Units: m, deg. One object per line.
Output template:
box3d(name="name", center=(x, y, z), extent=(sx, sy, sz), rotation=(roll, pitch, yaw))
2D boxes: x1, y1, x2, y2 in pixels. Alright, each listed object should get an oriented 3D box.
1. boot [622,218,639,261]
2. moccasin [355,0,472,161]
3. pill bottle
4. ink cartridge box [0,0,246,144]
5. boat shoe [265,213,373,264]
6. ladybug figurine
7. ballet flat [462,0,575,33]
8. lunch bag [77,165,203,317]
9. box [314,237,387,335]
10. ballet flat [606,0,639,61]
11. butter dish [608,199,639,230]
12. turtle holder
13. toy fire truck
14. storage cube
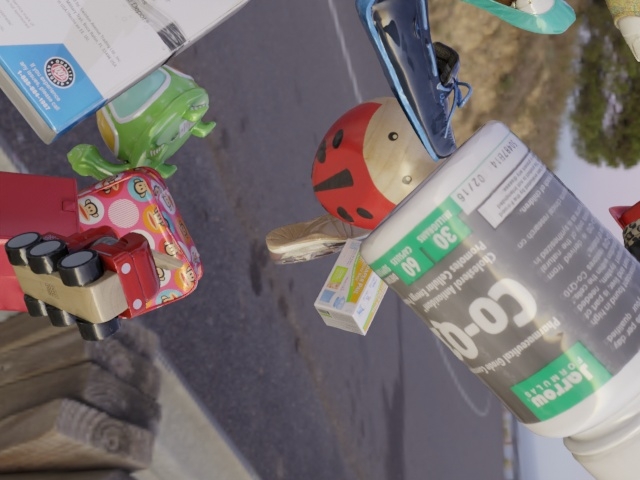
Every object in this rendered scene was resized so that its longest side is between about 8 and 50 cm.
box3d(name="boot", center=(0.477, 0.038, 1.032), extent=(0.085, 0.236, 0.178), rotation=(53, 37, -39))
box3d(name="moccasin", center=(0.166, -0.252, 1.311), extent=(0.342, 0.117, 0.138), rotation=(56, 8, -51))
box3d(name="pill bottle", center=(0.231, 0.069, 0.884), extent=(0.361, 0.204, 0.204), rotation=(45, 16, 1))
box3d(name="ink cartridge box", center=(-0.334, -0.376, 1.289), extent=(0.285, 0.395, 0.166), rotation=(54, -18, -12))
box3d(name="boat shoe", center=(0.000, 0.000, 2.233), extent=(0.092, 0.285, 0.103), rotation=(89, -15, -45))
box3d(name="ladybug figurine", center=(0.108, -0.156, 1.941), extent=(0.449, 0.162, 0.305), rotation=(-22, -91, 63))
box3d(name="ballet flat", center=(0.303, -0.406, 1.390), extent=(0.087, 0.247, 0.083), rotation=(100, 11, -73))
box3d(name="lunch bag", center=(-0.411, 0.013, 1.805), extent=(0.120, 0.258, 0.293), rotation=(-84, 151, -73))
box3d(name="box", center=(0.088, 0.111, 2.100), extent=(0.203, 0.114, 0.103), rotation=(-63, 148, -24))
box3d(name="ballet flat", center=(0.616, -0.344, 1.516), extent=(0.348, 0.123, 0.123), rotation=(30, 43, -25))
box3d(name="butter dish", center=(0.619, -0.030, 1.500), extent=(0.118, 0.160, 0.160), rotation=(-60, -137, 41))
box3d(name="turtle holder", center=(-0.418, -0.270, 2.003), extent=(0.227, 0.320, 0.243), rotation=(41, 14, 3))
box3d(name="toy fire truck", center=(-0.301, 0.039, 1.279), extent=(0.246, 0.217, 0.158), rotation=(-34, 124, -39))
box3d(name="storage cube", center=(-0.547, 0.003, 1.552), extent=(0.215, 0.193, 0.184), rotation=(-109, -148, -45))
